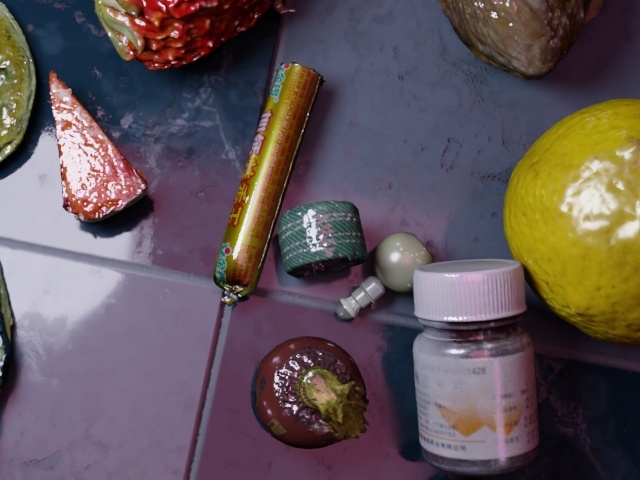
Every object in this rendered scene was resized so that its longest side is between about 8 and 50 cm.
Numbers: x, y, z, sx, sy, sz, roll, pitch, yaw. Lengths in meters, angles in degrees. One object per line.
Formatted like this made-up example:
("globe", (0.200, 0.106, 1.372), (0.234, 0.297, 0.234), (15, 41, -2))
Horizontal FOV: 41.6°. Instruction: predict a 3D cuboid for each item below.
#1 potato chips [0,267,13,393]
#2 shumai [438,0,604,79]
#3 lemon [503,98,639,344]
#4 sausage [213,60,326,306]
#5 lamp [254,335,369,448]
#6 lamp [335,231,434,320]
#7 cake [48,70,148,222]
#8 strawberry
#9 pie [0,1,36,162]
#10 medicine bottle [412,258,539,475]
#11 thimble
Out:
("potato chips", (-0.597, 0.177, 1.132), (0.359, 0.070, 0.428), (-9, 79, -6))
("shumai", (0.337, -0.426, 1.288), (0.283, 0.217, 0.345), (-18, 79, -10))
("lemon", (0.432, -0.023, 1.148), (0.350, 0.387, 0.349), (-2, 99, -11))
("sausage", (-0.084, -0.081, 1.242), (0.082, 0.082, 0.371), (18, 78, -4))
("lamp", (-0.013, 0.208, 1.161), (0.157, 0.135, 0.156), (-12, 80, -7))
("lamp", (0.088, 0.059, 1.237), (0.163, 0.091, 0.091), (-39, 86, 3))
("cake", (-0.355, -0.119, 1.206), (0.117, 0.086, 0.220), (-40, 87, -15))
("strawberry", (-0.167, -0.395, 1.212), (0.344, 0.292, 0.292), (-13, 81, -24))
("pie", (-0.565, -0.241, 1.213), (0.324, 0.070, 0.323), (2, 77, -7))
("medicine bottle", (0.209, 0.168, 1.154), (0.165, 0.165, 0.273), (-7, 96, -8))
("thimble", (0.002, -0.001, 1.203), (0.119, 0.135, 0.090), (-6, 78, -16))
